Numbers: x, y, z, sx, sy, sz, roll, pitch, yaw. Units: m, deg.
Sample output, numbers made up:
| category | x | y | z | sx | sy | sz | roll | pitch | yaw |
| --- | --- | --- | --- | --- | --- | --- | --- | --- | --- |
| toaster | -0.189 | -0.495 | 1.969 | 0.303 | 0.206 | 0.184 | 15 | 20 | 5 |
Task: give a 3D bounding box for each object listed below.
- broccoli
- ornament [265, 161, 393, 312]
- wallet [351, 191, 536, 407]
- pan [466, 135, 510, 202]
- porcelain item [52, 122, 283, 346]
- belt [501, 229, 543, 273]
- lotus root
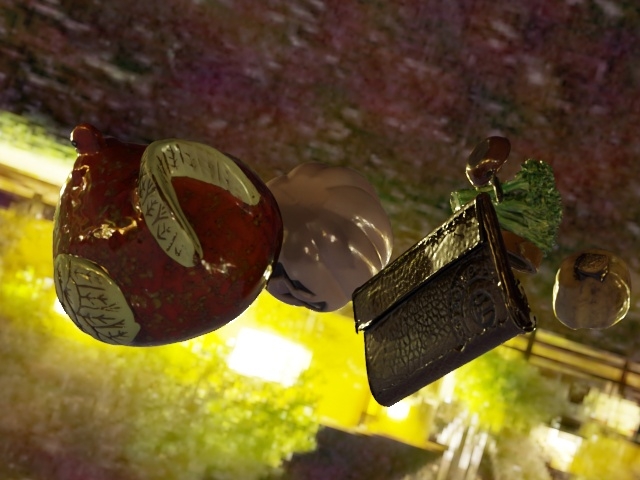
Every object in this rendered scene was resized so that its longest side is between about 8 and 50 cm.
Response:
| category | x | y | z | sx | sy | sz | roll | pitch | yaw |
| --- | --- | --- | --- | --- | --- | --- | --- | --- | --- |
| broccoli | 0.314 | -0.062 | 1.905 | 0.194 | 0.194 | 0.220 | 19 | -175 | -22 |
| ornament | 0.000 | 0.001 | 1.299 | 0.177 | 0.177 | 0.177 | 17 | 174 | 2 |
| wallet | 0.103 | 0.064 | 1.033 | 0.039 | 0.132 | 0.243 | -1 | 158 | -30 |
| pan | 0.197 | -0.084 | 1.279 | 0.023 | 0.068 | 0.115 | 31 | -151 | -23 |
| porcelain item | -0.171 | -0.021 | 1.089 | 0.253 | 0.253 | 0.253 | 17 | 174 | 2 |
| belt | 0.285 | 0.015 | 1.575 | 0.083 | 0.036 | 0.059 | 30 | 162 | -16 |
| lotus root | 0.254 | 0.047 | 1.020 | 0.072 | 0.063 | 0.152 | -7 | 153 | 1 |
